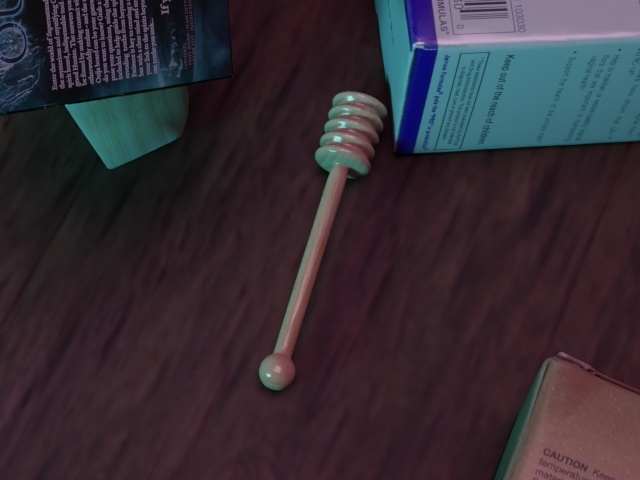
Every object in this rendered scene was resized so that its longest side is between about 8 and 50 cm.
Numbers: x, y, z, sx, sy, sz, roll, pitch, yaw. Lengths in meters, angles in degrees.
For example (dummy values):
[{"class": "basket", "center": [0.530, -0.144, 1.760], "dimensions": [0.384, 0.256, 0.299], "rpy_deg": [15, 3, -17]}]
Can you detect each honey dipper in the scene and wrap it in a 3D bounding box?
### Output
[{"class": "honey dipper", "center": [0.000, 0.000, 0.740], "dimensions": [0.031, 0.030, 0.160], "rpy_deg": [15, 68, 3]}]

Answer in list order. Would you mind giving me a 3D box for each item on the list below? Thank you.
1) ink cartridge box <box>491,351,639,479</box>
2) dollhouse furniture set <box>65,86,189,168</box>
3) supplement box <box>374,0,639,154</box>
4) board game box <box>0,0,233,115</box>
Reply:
[{"class": "ink cartridge box", "center": [0.168, 0.187, 0.635], "dimensions": [0.235, 0.088, 0.193], "rpy_deg": [23, 65, 7]}, {"class": "dollhouse furniture set", "center": [-0.030, -0.222, 0.696], "dimensions": [0.303, 0.286, 0.198], "rpy_deg": [-27, 70, -2]}, {"class": "supplement box", "center": [0.144, -0.122, 0.758], "dimensions": [0.220, 0.114, 0.111], "rpy_deg": [-3, 65, -4]}, {"class": "board game box", "center": [-0.099, -0.150, 0.599], "dimensions": [0.126, 0.026, 0.186], "rpy_deg": [-13, 110, -33]}]
